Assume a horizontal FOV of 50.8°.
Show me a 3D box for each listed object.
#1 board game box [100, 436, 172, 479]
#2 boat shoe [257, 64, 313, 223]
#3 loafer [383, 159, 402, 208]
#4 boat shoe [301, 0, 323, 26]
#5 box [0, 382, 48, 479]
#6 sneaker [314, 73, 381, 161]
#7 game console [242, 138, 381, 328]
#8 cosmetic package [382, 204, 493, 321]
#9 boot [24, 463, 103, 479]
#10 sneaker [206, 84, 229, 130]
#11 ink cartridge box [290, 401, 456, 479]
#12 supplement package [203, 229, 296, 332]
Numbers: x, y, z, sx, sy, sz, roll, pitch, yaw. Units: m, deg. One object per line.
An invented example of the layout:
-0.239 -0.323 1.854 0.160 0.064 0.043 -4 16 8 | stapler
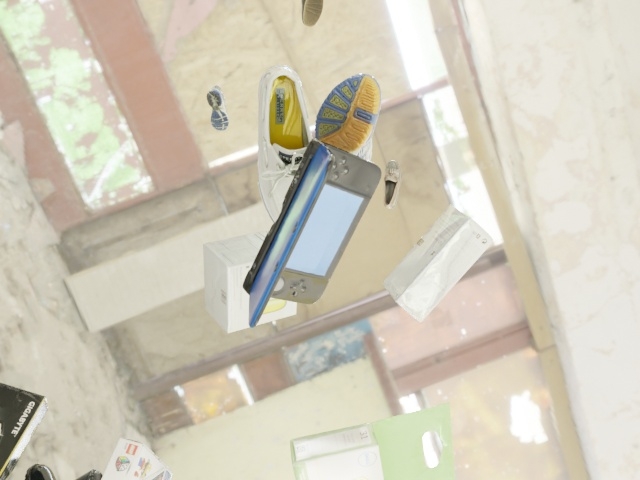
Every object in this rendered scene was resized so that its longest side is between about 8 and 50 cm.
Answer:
-0.362 0.524 1.179 0.193 0.053 0.306 81 23 -56 | board game box
-0.064 -0.177 1.415 0.156 0.135 0.368 -114 -158 -72 | boat shoe
0.181 -0.143 1.715 0.039 0.045 0.125 0 95 -73 | loafer
-0.024 -0.634 1.754 0.049 0.056 0.152 22 -77 52 | boat shoe
-0.900 0.514 1.730 0.322 0.256 0.079 -72 177 -45 | box
0.054 -0.199 1.333 0.111 0.131 0.297 32 -55 15 | sneaker
0.000 0.000 1.118 0.250 0.293 0.173 16 16 -42 | game console
0.243 0.046 1.421 0.085 0.231 0.117 40 6 -18 | cosmetic package
-0.663 0.658 1.771 0.094 0.207 0.247 55 4 -46 | boot
-0.277 -0.367 1.860 0.058 0.052 0.135 -82 173 -46 | sneaker
0.084 0.335 0.962 0.056 0.234 0.171 -106 -174 -61 | ink cartridge box
-0.179 0.101 1.736 0.149 0.203 0.194 36 -50 49 | supplement package
